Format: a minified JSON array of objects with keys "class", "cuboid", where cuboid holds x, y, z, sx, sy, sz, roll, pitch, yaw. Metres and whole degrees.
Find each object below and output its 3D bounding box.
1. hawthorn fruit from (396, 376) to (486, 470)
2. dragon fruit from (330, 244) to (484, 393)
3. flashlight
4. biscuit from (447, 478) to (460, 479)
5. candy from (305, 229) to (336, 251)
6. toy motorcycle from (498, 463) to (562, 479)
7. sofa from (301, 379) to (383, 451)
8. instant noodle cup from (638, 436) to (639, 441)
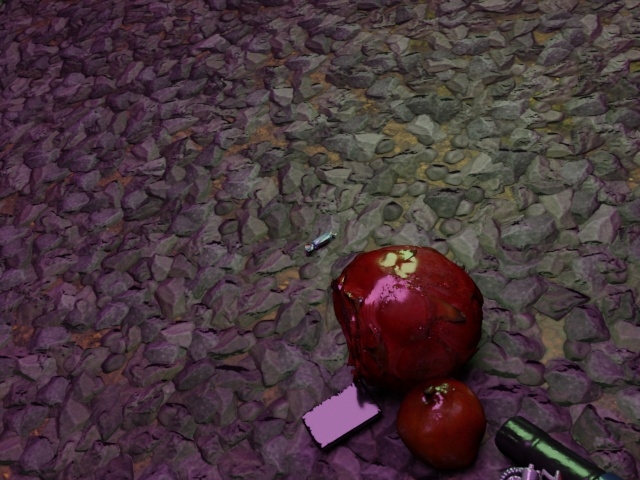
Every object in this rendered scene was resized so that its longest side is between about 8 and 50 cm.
[{"class":"hawthorn fruit","cuboid":[0.217,0.330,1.598,0.169,0.188,0.169,-15,50,18]},{"class":"dragon fruit","cuboid":[0.166,0.153,1.718,0.301,0.296,0.296,4,42,-20]},{"class":"flashlight","cuboid":[0.447,0.411,1.440,0.103,0.103,0.424,-38,32,-16]},{"class":"biscuit","cuboid":[0.321,0.518,1.488,0.333,0.047,0.202,0,51,22]},{"class":"candy","cuboid":[0.000,0.000,2.094,0.083,0.020,0.030,-34,48,-13]},{"class":"toy motorcycle","cuboid":[0.364,0.488,1.386,0.170,0.110,0.260,-10,60,21]},{"class":"sofa","cuboid":[0.044,0.353,1.739,0.147,0.060,0.085,-31,63,-9]},{"class":"instant noodle cup","cuboid":[0.632,0.367,1.418,0.174,0.213,0.213,-23,45,9]}]
